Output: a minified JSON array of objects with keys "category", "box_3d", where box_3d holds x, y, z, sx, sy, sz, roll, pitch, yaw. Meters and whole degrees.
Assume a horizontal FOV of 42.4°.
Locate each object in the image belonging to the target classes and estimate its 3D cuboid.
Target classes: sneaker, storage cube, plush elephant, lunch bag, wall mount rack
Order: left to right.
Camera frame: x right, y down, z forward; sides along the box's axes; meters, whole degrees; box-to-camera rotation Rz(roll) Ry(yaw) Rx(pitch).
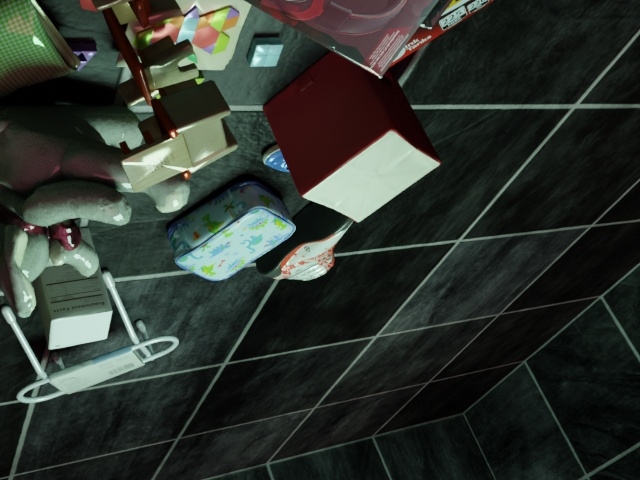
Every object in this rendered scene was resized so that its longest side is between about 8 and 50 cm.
[{"category":"plush elephant","box_3d":[-0.375,-0.037,1.119,0.330,0.272,0.255,0,118,-40]},{"category":"wall mount rack","box_3d":[-0.485,0.205,1.704,0.350,0.130,0.304,-21,156,-7]},{"category":"lunch bag","box_3d":[-0.169,-0.015,1.589,0.219,0.090,0.176,-33,150,17]},{"category":"sneaker","box_3d":[-0.028,-0.130,1.501,0.152,0.084,0.058,-1,145,-37]},{"category":"sneaker","box_3d":[-0.001,-0.001,1.751,0.270,0.090,0.145,-36,151,29]},{"category":"storage cube","box_3d":[0.053,-0.175,1.370,0.215,0.193,0.184,-34,151,21]}]

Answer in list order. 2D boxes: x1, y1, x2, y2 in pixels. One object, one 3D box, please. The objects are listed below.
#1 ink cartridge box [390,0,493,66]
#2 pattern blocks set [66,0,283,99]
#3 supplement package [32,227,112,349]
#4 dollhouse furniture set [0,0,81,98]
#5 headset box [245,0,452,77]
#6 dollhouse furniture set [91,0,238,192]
[{"category":"ink cartridge box","box_3d":[0.143,-0.390,1.079,0.309,0.130,0.272,-31,163,14]},{"category":"pattern blocks set","box_3d":[-0.189,-0.297,1.145,0.325,0.026,0.285,-14,151,-19]},{"category":"supplement package","box_3d":[-0.442,0.083,1.449,0.105,0.179,0.105,-9,149,-27]},{"category":"dollhouse furniture set","box_3d":[-0.423,-0.211,0.944,0.198,0.151,0.301,-14,154,5]},{"category":"headset box","box_3d":[0.030,-0.337,0.914,0.293,0.110,0.218,25,122,-25]},{"category":"dollhouse furniture set","box_3d":[-0.216,-0.199,0.991,0.135,0.259,0.262,-25,154,-11]}]
